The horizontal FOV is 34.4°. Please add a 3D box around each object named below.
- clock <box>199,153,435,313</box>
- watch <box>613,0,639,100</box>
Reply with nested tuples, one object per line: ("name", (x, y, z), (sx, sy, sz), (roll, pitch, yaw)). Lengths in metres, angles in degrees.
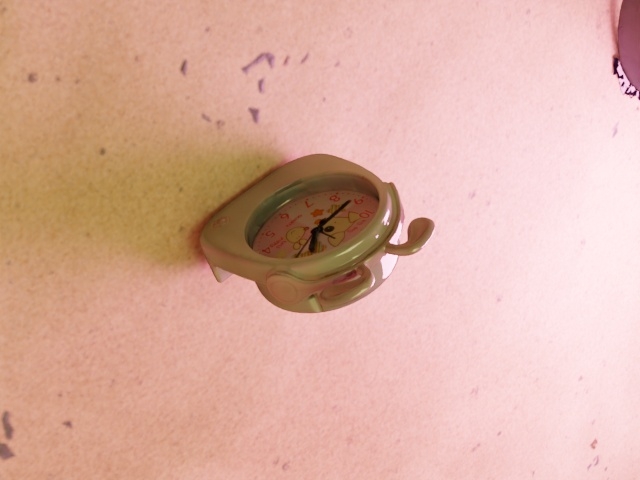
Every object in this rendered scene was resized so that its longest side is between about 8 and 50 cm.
("clock", (0.000, 0.000, 0.880), (0.151, 0.191, 0.062), (-37, 128, -24))
("watch", (0.521, -0.247, 1.212), (0.326, 0.314, 0.335), (-18, 130, -22))
